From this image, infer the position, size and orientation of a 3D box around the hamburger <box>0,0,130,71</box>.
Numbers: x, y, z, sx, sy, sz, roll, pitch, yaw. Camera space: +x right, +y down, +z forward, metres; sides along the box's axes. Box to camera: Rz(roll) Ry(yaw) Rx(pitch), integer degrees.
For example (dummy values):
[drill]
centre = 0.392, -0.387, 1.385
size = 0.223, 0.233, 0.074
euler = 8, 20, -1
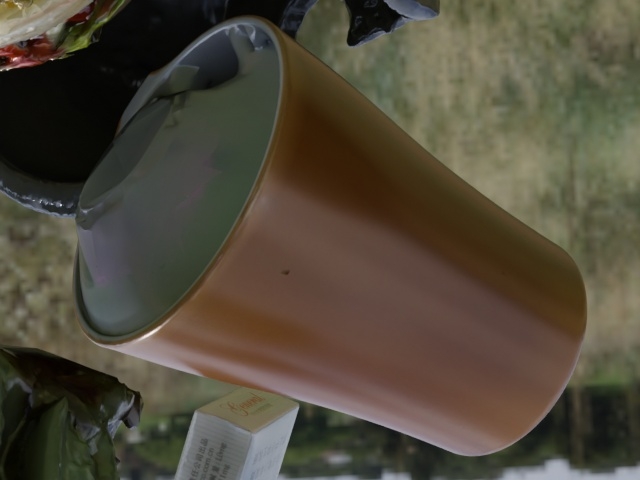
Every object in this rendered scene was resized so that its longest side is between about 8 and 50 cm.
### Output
[hamburger]
centre = -0.229, -0.254, 1.118
size = 0.302, 0.302, 0.170
euler = -4, 176, 11

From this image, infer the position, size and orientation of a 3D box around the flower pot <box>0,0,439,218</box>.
[flower pot]
centre = -0.078, -0.190, 1.241
size = 0.379, 0.379, 0.251
euler = -7, 168, 38

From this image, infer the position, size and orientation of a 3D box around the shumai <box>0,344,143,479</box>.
[shumai]
centre = -0.164, 0.175, 0.744
size = 0.261, 0.222, 0.225
euler = -36, 130, 26

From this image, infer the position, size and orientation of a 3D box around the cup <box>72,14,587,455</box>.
[cup]
centre = 0.000, 0.000, 0.912
size = 0.264, 0.182, 0.226
euler = 28, -163, -29

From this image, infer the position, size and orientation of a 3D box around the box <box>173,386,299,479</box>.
[box]
centre = -0.066, 0.174, 1.069
size = 0.048, 0.152, 0.100
euler = 22, -169, 15
